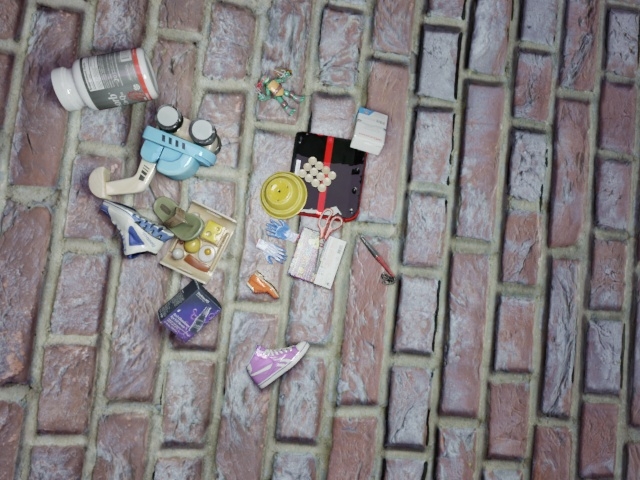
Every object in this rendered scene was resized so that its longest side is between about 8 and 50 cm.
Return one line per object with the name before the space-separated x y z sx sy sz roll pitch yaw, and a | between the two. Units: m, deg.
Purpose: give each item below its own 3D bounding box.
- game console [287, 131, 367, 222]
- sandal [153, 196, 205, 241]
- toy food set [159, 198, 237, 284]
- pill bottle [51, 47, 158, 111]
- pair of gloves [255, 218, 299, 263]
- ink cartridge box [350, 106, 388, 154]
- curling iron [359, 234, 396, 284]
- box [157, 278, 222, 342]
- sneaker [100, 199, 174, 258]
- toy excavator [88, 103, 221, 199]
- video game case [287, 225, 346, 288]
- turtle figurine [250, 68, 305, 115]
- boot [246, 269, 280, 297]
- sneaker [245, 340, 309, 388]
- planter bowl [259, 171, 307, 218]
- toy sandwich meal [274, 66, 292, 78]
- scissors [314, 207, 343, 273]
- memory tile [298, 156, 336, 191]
game console | 0.030 -0.291 1.959 0.342 0.060 0.386 8 85 -1
sandal | -0.608 -0.093 1.782 0.303 0.086 0.120 30 84 24
toy food set | -0.522 0.005 1.842 0.220 0.092 0.306 26 84 -5
pill bottle | -0.884 -0.659 1.774 0.363 0.210 0.210 -15 89 -8
pair of gloves | -0.197 0.006 1.922 0.159 0.023 0.198 30 83 -5
ink cartridge box | 0.221 -0.497 1.941 0.140 0.082 0.190 16 60 -6
curling iron | 0.258 0.090 1.971 0.068 0.035 0.274 -32 92 -8
box | -0.546 0.292 1.788 0.207 0.108 0.153 -43 122 -7
sneaker | -0.794 -0.029 1.786 0.316 0.127 0.182 29 91 1
toy excavator | -0.677 -0.327 1.776 0.433 0.222 0.445 20 84 -5
video game case | -0.017 0.078 1.931 0.210 0.042 0.232 19 84 -6
turtle figurine | -0.193 -0.677 1.915 0.234 0.118 0.175 37 98 -19
boot | -0.253 0.213 1.888 0.158 0.059 0.084 41 86 5
sneaker | -0.194 0.496 1.857 0.282 0.102 0.161 -36 89 -8
planter bowl | -0.172 -0.208 1.877 0.217 0.090 0.217 -1 84 6
toy sandwich meal | -0.167 -0.765 1.949 0.086 0.029 0.085 2 45 -2
scissors | 0.000 0.000 1.907 0.109 0.021 0.297 28 89 -4
memory tile | -0.014 -0.298 1.923 0.148 0.012 0.113 37 85 2
